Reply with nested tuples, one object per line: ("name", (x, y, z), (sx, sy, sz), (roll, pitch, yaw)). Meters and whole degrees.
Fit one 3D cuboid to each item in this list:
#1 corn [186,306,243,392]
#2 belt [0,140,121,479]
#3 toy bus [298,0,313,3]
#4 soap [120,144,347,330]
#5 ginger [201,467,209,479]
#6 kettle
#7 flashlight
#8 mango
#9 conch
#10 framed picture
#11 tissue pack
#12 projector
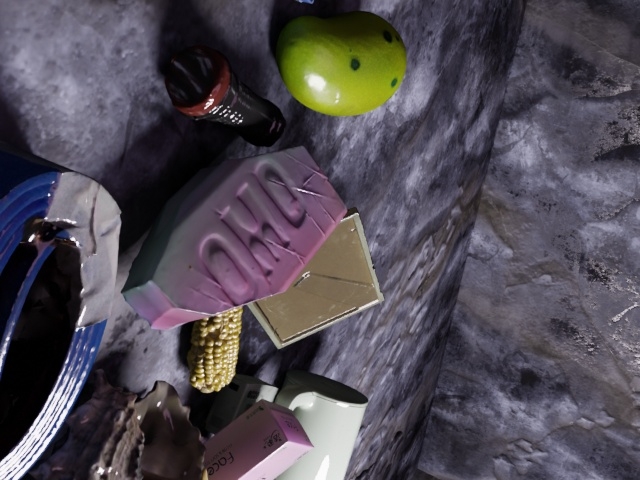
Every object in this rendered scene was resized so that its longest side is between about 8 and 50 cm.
("corn", (-0.164, 0.116, 1.042), (0.086, 0.086, 0.289), (-24, 127, -59))
("belt", (-0.320, 0.084, 0.641), (0.212, 0.117, 0.347), (11, 99, -64))
("toy bus", (-0.075, -0.366, 0.848), (0.236, 0.094, 0.079), (-12, 112, -64))
("soap", (-0.120, -0.005, 0.920), (0.193, 0.109, 0.324), (53, 53, -18))
("ginger", (-0.257, 0.446, 0.999), (0.138, 0.152, 0.267), (-118, -130, -71))
("kettle", (-0.056, 0.456, 1.422), (0.264, 0.205, 0.318), (20, 90, -30))
("flashlight", (-0.121, -0.190, 0.908), (0.093, 0.092, 0.232), (-71, 161, 1))
("mango", (0.037, -0.295, 1.094), (0.293, 0.142, 0.175), (-12, 118, -52))
("conch", (-0.273, 0.279, 0.854), (0.313, 0.186, 0.241), (-4, 100, -60))
("framed picture", (-0.015, 0.082, 1.220), (0.247, 0.022, 0.335), (-25, 147, -1))
("tissue pack", (-0.150, 0.392, 1.142), (0.246, 0.092, 0.148), (-38, 152, 2))
("projector", (-0.149, 0.316, 1.250), (0.115, 0.061, 0.147), (-68, 156, -8))
